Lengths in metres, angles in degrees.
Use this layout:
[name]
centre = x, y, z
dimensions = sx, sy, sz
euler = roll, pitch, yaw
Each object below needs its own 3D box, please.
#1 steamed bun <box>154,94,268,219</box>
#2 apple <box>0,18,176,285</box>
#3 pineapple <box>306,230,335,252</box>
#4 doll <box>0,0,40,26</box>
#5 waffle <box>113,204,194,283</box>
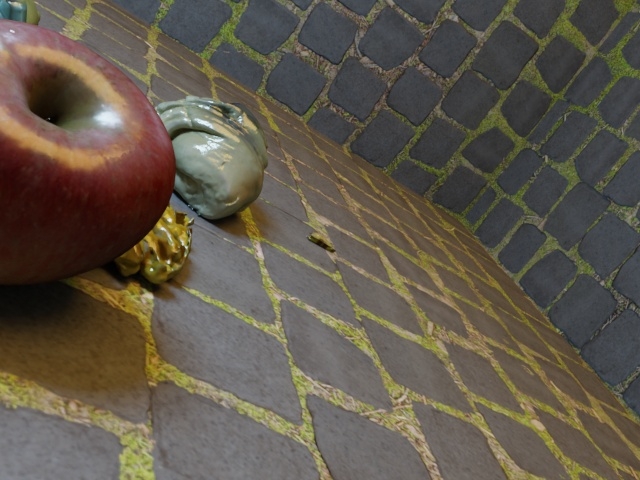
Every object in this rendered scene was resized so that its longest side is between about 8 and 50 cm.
[steamed bun]
centre = -0.232, -0.200, 1.492
dimensions = 0.320, 0.206, 0.275
euler = 46, 16, 19
[apple]
centre = -0.357, -0.088, 0.819
dimensions = 0.344, 0.269, 0.345
euler = 27, 41, -27
[pineapple]
centre = 0.000, 0.000, 1.741
dimensions = 0.083, 0.019, 0.045
euler = 29, 23, -28
[doll]
centre = -0.648, -0.436, 1.360
dimensions = 0.177, 0.162, 0.261
euler = 6, 29, -20
[waffle]
centre = -0.337, -0.055, 1.099
dimensions = 0.302, 0.068, 0.325
euler = 33, 15, -11
